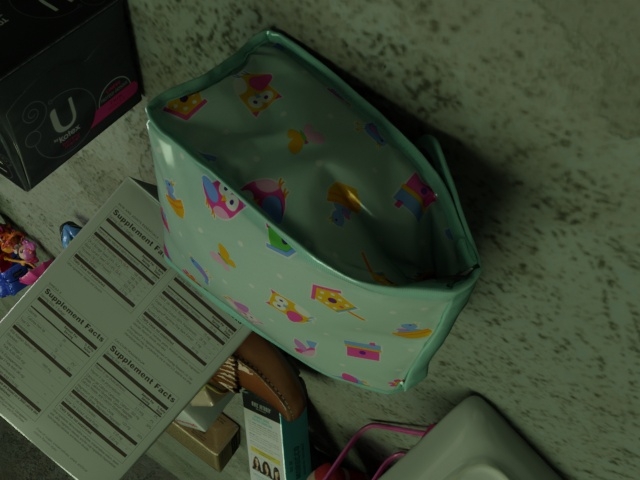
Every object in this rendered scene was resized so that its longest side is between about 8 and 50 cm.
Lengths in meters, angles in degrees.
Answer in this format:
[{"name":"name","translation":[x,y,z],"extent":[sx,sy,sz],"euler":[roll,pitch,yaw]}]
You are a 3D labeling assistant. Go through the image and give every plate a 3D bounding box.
[{"name":"plate","translation":[0.169,0.359,0.747],"extent":[0.277,0.278,0.045],"euler":[45,-175,-8]}]

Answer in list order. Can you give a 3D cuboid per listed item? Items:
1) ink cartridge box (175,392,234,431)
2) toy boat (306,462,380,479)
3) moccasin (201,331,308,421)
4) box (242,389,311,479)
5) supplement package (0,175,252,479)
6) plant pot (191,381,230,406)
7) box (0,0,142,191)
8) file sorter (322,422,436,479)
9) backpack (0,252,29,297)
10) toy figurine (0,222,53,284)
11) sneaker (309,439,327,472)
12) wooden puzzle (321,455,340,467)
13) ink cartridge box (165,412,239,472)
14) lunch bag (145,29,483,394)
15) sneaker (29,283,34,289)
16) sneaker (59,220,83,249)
[{"name":"ink cartridge box","translation":[-0.251,0.239,1.207],"extent":[0.176,0.127,0.128],"euler":[50,150,-18]},{"name":"toy boat","translation":[0.086,0.420,1.066],"extent":[0.231,0.151,0.151],"euler":[30,-155,-44]},{"name":"moccasin","translation":[-0.187,0.153,0.989],"extent":[0.380,0.147,0.139],"euler":[34,151,11]},{"name":"box","translation":[-0.070,0.369,1.129],"extent":[0.101,0.060,0.244],"euler":[10,108,44]},{"name":"supplement package","translation":[-0.204,0.095,0.748],"extent":[0.198,0.262,0.199],"euler":[41,179,-1]},{"name":"plant pot","translation":[-0.184,0.207,1.118],"extent":[0.096,0.109,0.109],"euler":[57,149,-5]},{"name":"box","translation":[-0.336,-0.201,0.646],"extent":[0.270,0.165,0.143],"euler":[33,150,14]},{"name":"file sorter","translation":[0.144,0.419,0.920],"extent":[0.290,0.202,0.182],"euler":[48,154,-14]},{"name":"backpack","translation":[-0.765,0.067,1.620],"extent":[0.101,0.098,0.120],"euler":[14,130,25]},{"name":"toy figurine","translation":[-0.663,0.026,1.457],"extent":[0.159,0.130,0.173],"euler":[17,122,13]},{"name":"sneaker","translation":[0.019,0.484,1.211],"extent":[0.112,0.131,0.319],"euler":[-51,51,27]},{"name":"wooden puzzle","translation":[-0.007,0.523,1.331],"extent":[0.221,0.044,0.238],"euler":[21,122,31]},{"name":"ink cartridge box","translation":[-0.312,0.442,1.613],"extent":[0.235,0.088,0.193],"euler":[33,152,12]},{"name":"lunch bag","translation":[0.000,0.000,0.541],"extent":[0.262,0.160,0.223],"euler":[38,151,16]},{"name":"sneaker","translation":[-0.602,0.176,1.568],"extent":[0.252,0.103,0.111],"euler":[33,153,11]},{"name":"sneaker","translation":[-0.406,0.034,1.188],"extent":[0.078,0.067,0.188],"euler":[45,162,40]}]
